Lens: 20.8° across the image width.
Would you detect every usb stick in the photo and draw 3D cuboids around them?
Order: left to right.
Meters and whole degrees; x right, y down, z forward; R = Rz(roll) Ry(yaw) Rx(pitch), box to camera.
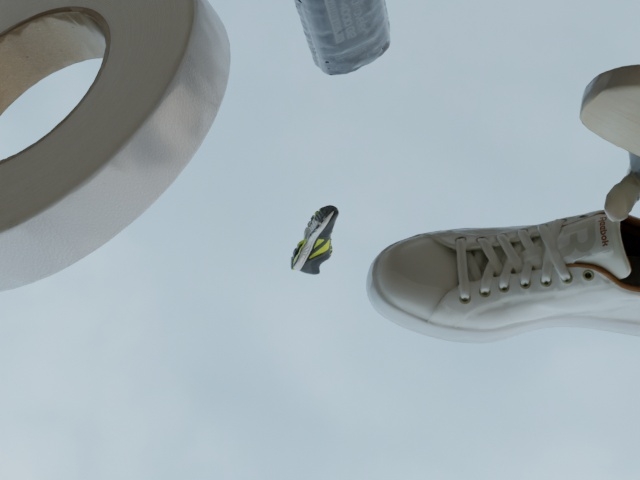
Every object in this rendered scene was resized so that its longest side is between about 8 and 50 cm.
[{"bbox_3d":[0.014,-0.207,1.436,0.077,0.278,0.045,-25,-107,-1],"label":"usb stick"}]

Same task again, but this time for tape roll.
[{"bbox_3d":[-0.266,-0.122,1.636,0.392,0.072,0.392,-20,-137,20],"label":"tape roll"}]

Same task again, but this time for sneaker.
[{"bbox_3d":[0.000,0.000,1.828,0.035,0.083,0.031,24,-157,-22],"label":"sneaker"},{"bbox_3d":[0.184,0.013,1.428,0.290,0.123,0.106,0,-123,-6],"label":"sneaker"}]

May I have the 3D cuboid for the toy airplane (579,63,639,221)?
[{"bbox_3d":[0.411,-0.007,1.258,0.384,0.386,0.272,-16,-152,14],"label":"toy airplane"}]
